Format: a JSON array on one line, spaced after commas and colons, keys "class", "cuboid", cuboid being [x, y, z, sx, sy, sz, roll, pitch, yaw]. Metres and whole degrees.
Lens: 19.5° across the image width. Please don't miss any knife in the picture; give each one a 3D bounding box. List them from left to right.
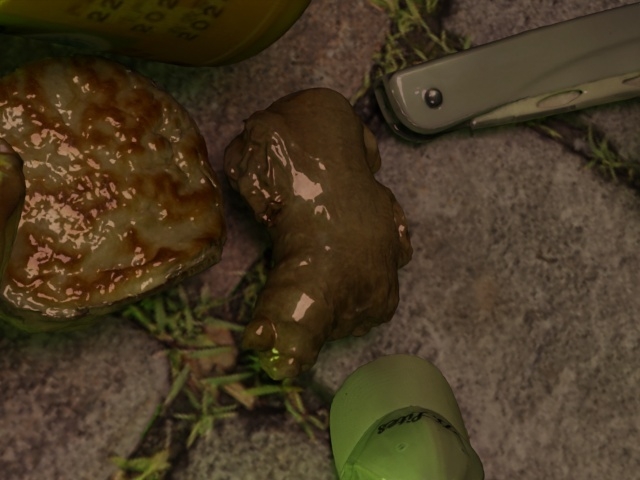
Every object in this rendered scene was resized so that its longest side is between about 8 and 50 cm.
[{"class": "knife", "cuboid": [0.165, -0.124, 1.396, 0.266, 0.040, 0.073, -15, 80, -25]}]

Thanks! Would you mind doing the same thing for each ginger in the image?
[{"class": "ginger", "cuboid": [0.004, 0.000, 1.259, 0.137, 0.074, 0.213, 8, 55, -24]}]

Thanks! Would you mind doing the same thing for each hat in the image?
[{"class": "hat", "cuboid": [0.076, 0.147, 1.215, 0.122, 0.081, 0.166, 6, 53, -19]}]

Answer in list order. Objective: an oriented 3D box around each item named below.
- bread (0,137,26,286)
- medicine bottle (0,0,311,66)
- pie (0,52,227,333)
[{"class": "bread", "cuboid": [-0.296, -0.018, 1.060, 0.227, 0.142, 0.253, -18, 56, -42]}, {"class": "medicine bottle", "cuboid": [-0.188, -0.240, 1.158, 0.384, 0.224, 0.224, 6, 60, -44]}, {"class": "pie", "cuboid": [-0.160, -0.028, 1.212, 0.205, 0.084, 0.179, -27, 76, -29]}]
